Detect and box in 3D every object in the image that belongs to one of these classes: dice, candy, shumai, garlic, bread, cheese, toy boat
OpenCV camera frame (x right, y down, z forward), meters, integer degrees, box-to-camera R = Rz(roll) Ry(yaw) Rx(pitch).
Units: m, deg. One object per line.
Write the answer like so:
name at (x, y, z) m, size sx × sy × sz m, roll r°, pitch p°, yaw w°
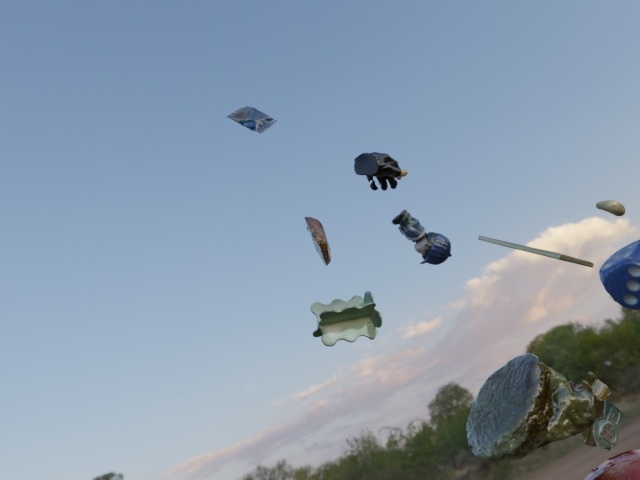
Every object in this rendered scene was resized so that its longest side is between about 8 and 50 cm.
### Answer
dice at (0.856, 0.092, 1.297) m, size 0.143 × 0.146 × 0.146 m, roll -31°, pitch -13°, yaw -40°
candy at (-0.215, -0.381, 1.518) m, size 0.088 × 0.136 × 0.038 m, roll -48°, pitch -23°, yaw -31°
shumai at (0.467, 0.405, 1.067) m, size 0.272 × 0.203 × 0.222 m, roll -50°, pitch 0°, yaw 1°
garlic at (0.893, -0.101, 1.488) m, size 0.053 × 0.083 × 0.041 m, roll 17°, pitch -87°, yaw -64°
bread at (0.000, 0.000, 1.343) m, size 0.044 × 0.126 × 0.129 m, roll -20°, pitch -43°, yaw -6°
cheese at (0.658, 0.429, 1.111) m, size 0.121 × 0.067 × 0.026 m, roll -47°, pitch -3°, yaw -30°
toy boat at (0.923, 0.581, 1.663) m, size 0.089 × 0.115 × 0.310 m, roll -36°, pitch -54°, yaw -29°

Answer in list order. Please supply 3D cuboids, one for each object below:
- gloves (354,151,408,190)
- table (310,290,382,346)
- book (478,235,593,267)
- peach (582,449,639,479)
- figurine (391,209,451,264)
gloves at (0.207, -0.236, 1.604) m, size 0.129 × 0.106 × 0.180 m, roll -30°, pitch -22°, yaw 36°
table at (0.076, 0.261, 1.586) m, size 0.198 × 0.167 × 0.166 m, roll -6°, pitch -33°, yaw -20°
book at (0.695, 0.033, 1.577) m, size 0.207 × 0.295 × 0.020 m, roll 10°, pitch -84°, yaw -35°
peach at (0.658, 0.574, 0.887) m, size 0.388 × 0.388 × 0.388 m, roll -18°, pitch -30°, yaw -10°
figurine at (0.232, -0.007, 1.111) m, size 0.087 × 0.149 × 0.086 m, roll -41°, pitch -2°, yaw 16°
